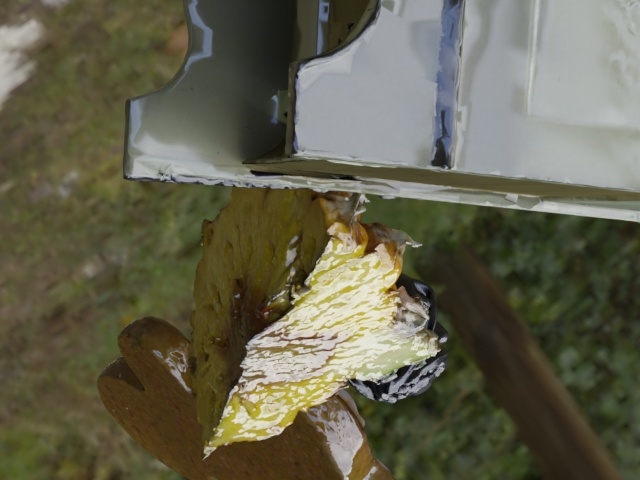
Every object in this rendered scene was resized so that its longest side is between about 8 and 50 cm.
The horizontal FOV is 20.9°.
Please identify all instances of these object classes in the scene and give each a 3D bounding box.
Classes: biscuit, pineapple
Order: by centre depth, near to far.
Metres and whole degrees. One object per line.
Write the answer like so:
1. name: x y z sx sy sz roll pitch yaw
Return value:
1. pineapple: 0.002 0.024 1.195 0.164 0.140 0.250 -6 143 -23
2. biscuit: -0.065 0.169 1.560 0.064 0.432 0.283 -47 116 -23

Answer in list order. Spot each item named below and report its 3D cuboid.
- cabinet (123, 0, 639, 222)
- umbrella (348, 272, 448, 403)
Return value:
1. cabinet: 0.097 -0.128 0.778 0.318 0.227 0.290 4 180 -19
2. umbrella: 0.000 0.000 1.586 0.118 0.340 0.118 -27 158 -12
